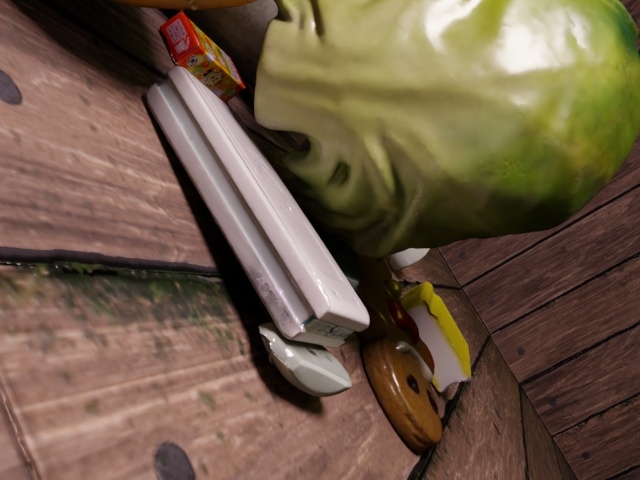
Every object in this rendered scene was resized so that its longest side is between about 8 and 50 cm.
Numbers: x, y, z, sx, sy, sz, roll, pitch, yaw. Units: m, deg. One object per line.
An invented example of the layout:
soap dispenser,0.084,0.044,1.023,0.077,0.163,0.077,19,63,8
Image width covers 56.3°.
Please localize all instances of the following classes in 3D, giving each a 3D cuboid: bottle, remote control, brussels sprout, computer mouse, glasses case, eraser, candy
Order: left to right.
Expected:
candy,-0.149,-0.232,0.768,0.062,0.038,0.122,63,14,21
remote control,-0.061,-0.030,0.538,0.277,0.055,0.103,57,11,24
computer mouse,-0.019,0.099,0.482,0.110,0.032,0.056,37,7,-47
glasses case,0.000,0.000,0.692,0.077,0.039,0.184,26,25,-13
bottle,0.130,-0.061,1.269,0.245,0.104,0.104,55,13,-15
eraser,0.204,0.165,1.080,0.158,0.069,0.226,58,12,4
brussels sprout,0.163,-0.170,0.680,0.425,0.360,0.343,-46,133,-55

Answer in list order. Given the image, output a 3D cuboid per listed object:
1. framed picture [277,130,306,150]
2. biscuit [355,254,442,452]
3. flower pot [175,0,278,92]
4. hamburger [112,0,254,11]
framed picture,-0.064,-0.250,1.168,0.189,0.023,0.260,41,21,-53
biscuit,0.089,0.091,0.839,0.283,0.064,0.432,48,16,-36
flower pot,-0.087,-0.400,0.861,0.330,0.293,0.294,32,28,-52
hamburger,-0.148,-0.318,0.494,0.314,0.170,0.290,-4,53,-34
